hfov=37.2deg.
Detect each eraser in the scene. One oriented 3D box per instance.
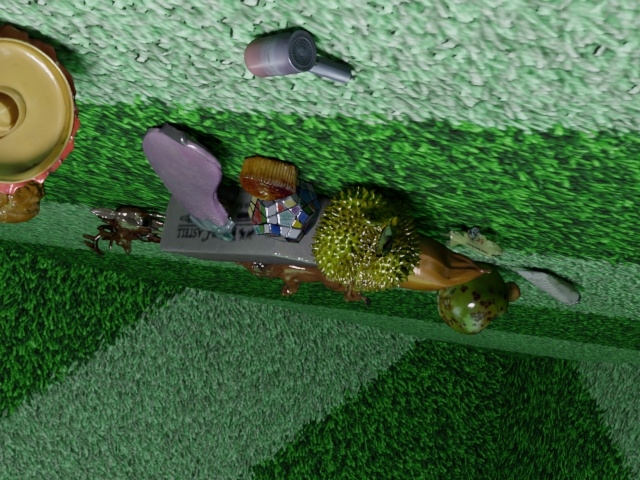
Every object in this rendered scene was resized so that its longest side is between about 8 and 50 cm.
[{"bbox_3d":[-0.130,-0.024,1.594,0.352,0.111,0.077,1,165,44],"label":"eraser"}]

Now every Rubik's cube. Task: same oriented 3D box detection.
[{"bbox_3d":[-0.054,-0.046,1.428,0.111,0.093,0.111,10,169,2],"label":"Rubik's cube"}]

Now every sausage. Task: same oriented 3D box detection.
[{"bbox_3d":[0.117,0.024,1.577,0.328,0.112,0.112,15,171,8],"label":"sausage"}]

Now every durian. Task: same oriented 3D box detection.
[{"bbox_3d":[0.064,-0.006,1.408,0.159,0.146,0.198,-2,148,23],"label":"durian"}]

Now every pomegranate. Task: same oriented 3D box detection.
[{"bbox_3d":[0.310,0.098,1.861,0.169,0.122,0.143,-22,-151,-11],"label":"pomegranate"}]

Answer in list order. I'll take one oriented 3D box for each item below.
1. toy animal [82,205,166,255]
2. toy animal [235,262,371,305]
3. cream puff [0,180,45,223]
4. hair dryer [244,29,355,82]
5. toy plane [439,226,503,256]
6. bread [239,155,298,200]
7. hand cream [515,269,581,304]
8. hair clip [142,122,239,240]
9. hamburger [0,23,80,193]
[{"bbox_3d":[-0.393,-0.031,2.003,0.259,0.087,0.243,10,157,10],"label":"toy animal"},{"bbox_3d":[-0.037,0.068,2.116,0.312,0.097,0.157,8,164,5],"label":"toy animal"},{"bbox_3d":[-0.521,-0.097,1.539,0.150,0.115,0.165,25,-170,-7],"label":"cream puff"},{"bbox_3d":[-0.009,-0.163,0.883,0.114,0.037,0.063,9,176,-43],"label":"hair dryer"},{"bbox_3d":[0.251,0.001,1.545,0.111,0.040,0.102,12,174,-22],"label":"toy plane"},{"bbox_3d":[-0.074,-0.084,1.345,0.085,0.053,0.085,10,171,2],"label":"bread"},{"bbox_3d":[0.456,0.086,1.865,0.067,0.042,0.194,12,169,43],"label":"hand cream"},{"bbox_3d":[-0.184,-0.091,1.389,0.095,0.110,0.359,-30,163,-1],"label":"hair clip"},{"bbox_3d":[-0.347,-0.142,1.004,0.175,0.175,0.137,16,-177,-34],"label":"hamburger"}]
